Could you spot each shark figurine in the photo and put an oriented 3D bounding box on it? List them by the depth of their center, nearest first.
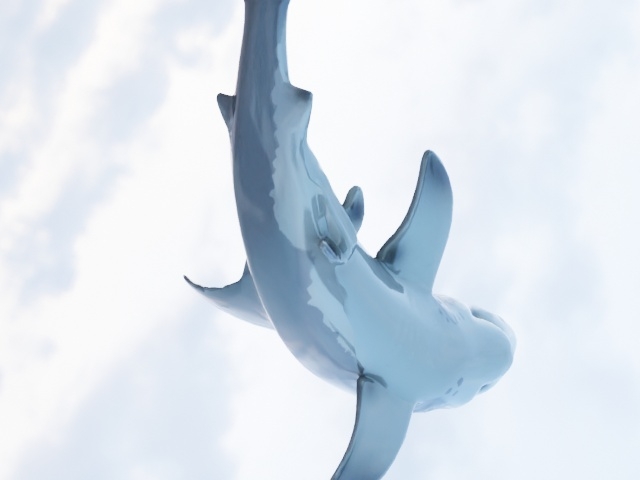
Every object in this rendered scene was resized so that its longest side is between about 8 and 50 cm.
[{"bbox_3d":[-0.017,-0.008,0.675,0.116,0.278,0.166,2,-140,39],"label":"shark figurine"}]
